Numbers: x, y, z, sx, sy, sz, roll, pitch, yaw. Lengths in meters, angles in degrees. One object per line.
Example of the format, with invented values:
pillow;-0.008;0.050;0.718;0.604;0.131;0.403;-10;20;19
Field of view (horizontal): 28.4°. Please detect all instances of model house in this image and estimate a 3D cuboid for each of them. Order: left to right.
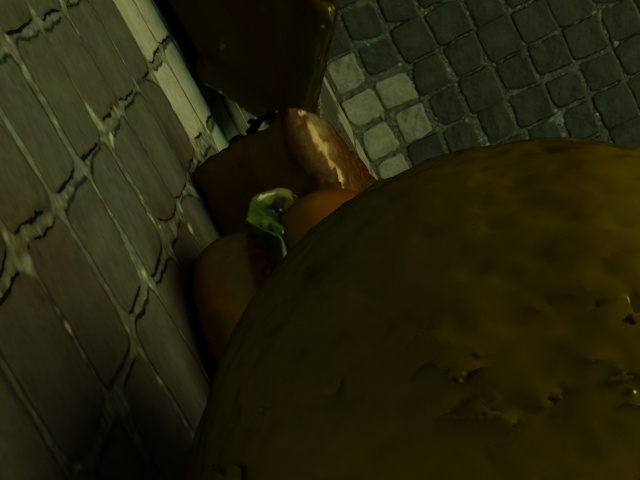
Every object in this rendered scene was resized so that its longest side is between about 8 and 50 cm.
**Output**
model house;-0.051;-0.225;1.301;0.239;0.173;0.268;62;11;-9

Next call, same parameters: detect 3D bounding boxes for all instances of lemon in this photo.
lemon;0.105;0.125;0.591;0.349;0.350;0.387;62;12;-13

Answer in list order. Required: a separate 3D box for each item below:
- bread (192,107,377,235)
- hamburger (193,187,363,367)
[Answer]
bread;0.001;0.005;1.088;0.260;0.129;0.134;48;19;-57
hamburger;0.027;0.070;0.890;0.246;0.170;0.246;-25;90;-85
